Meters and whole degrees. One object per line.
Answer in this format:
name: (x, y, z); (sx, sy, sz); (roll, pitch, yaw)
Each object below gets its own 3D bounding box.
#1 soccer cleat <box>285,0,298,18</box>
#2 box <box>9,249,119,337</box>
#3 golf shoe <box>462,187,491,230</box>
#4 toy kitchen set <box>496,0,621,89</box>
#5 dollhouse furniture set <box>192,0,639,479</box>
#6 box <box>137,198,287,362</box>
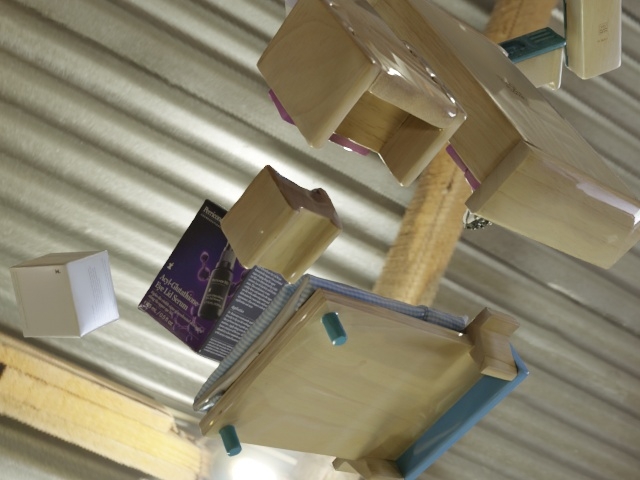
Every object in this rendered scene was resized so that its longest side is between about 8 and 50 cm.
soccer cleat: (0.005, -0.291, 0.944); (0.108, 0.116, 0.318); (6, -113, -24)
box: (-0.342, 0.071, 1.178); (0.087, 0.102, 0.101); (-28, -68, -62)
golf shoe: (0.242, -0.071, 1.218); (0.077, 0.198, 0.094); (-16, -98, -14)
toy kitchen set: (0.228, -0.262, 1.065); (0.207, 0.166, 0.122); (-21, -52, -9)
dollhouse furniture set: (0.000, 0.000, 0.581); (0.286, 0.198, 0.303); (19, -59, -40)
box: (-0.156, 0.065, 1.367); (0.207, 0.153, 0.108); (-59, -34, -2)
